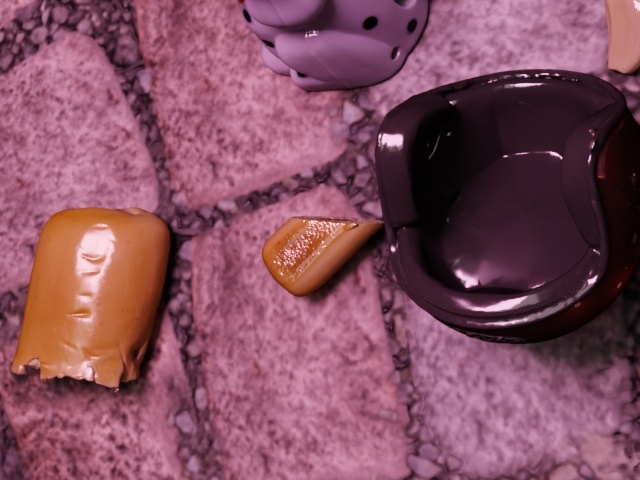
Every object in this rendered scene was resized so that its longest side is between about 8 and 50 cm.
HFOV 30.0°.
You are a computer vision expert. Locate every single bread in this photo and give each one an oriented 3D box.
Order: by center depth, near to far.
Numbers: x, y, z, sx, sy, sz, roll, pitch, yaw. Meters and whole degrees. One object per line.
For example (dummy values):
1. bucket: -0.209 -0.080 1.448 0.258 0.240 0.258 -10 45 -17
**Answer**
1. bread: 0.001 -0.001 1.033 0.103 0.049 0.062 -45 73 11
2. bread: -0.216 0.048 1.110 0.134 0.085 0.173 6 83 26

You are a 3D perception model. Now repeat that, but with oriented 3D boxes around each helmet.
1. helmet: 0.147 -0.027 0.884 0.189 0.193 0.216 8 71 30

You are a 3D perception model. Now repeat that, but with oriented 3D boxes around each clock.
1. clock: -0.033 -0.240 0.984 0.188 0.254 0.189 -5 79 30

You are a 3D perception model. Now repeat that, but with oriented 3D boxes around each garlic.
1. garlic: 0.249 -0.174 0.950 0.053 0.041 0.083 -1 87 31
